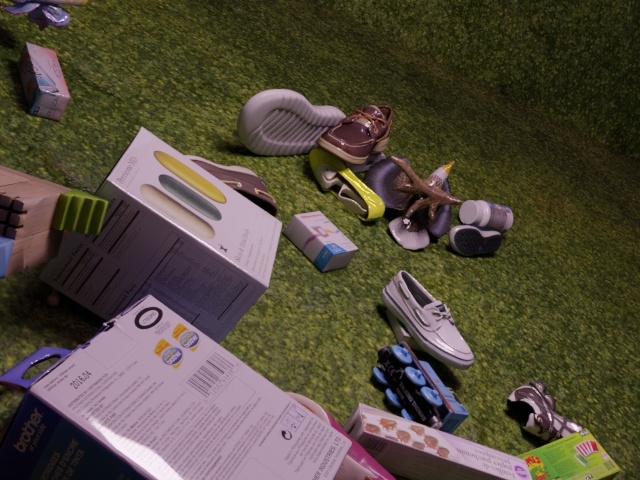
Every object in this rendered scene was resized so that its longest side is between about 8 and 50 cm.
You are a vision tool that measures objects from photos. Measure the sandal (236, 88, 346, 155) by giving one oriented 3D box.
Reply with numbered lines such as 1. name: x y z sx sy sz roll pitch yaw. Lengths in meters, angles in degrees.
1. sandal: -0.084 -0.278 2.023 0.102 0.169 0.416 47 17 20

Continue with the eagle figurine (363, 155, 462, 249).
1. eagle figurine: 0.239 -0.107 2.103 0.298 0.225 0.226 -166 -120 -83

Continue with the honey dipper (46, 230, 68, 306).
1. honey dipper: -0.381 0.041 1.298 0.030 0.030 0.160 22 30 -21

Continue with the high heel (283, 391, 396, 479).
1. high heel: 0.030 0.311 1.269 0.244 0.082 0.117 34 -5 30

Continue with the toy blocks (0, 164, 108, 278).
1. toy blocks: -0.486 -0.048 1.043 0.381 0.190 0.261 19 11 4

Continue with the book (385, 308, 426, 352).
1. book: 0.202 0.178 1.707 0.144 0.035 0.096 16 29 -25

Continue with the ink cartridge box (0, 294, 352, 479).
1. ink cartridge box: -0.189 0.235 1.045 0.395 0.151 0.270 37 26 4

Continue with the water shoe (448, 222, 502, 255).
1. water shoe: 0.363 -0.005 2.166 0.203 0.073 0.080 9 13 -46

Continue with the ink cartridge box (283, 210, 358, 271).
1. ink cartridge box: 0.000 0.000 1.757 0.122 0.052 0.088 43 29 23

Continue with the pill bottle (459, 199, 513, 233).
1. pill bottle: 0.434 -0.063 2.308 0.137 0.078 0.078 10 34 -38

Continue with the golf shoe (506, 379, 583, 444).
1. golf shoe: 0.420 0.352 1.620 0.094 0.077 0.198 -15 49 -34

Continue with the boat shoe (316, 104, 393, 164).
1. boat shoe: 0.097 -0.267 2.086 0.123 0.123 0.342 32 23 15

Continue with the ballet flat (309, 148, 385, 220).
1. ballet flat: 0.048 -0.125 2.005 0.231 0.077 0.077 42 44 13

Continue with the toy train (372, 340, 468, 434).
1. toy train: 0.164 0.252 1.490 0.105 0.080 0.184 19 26 -44

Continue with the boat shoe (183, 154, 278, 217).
1. boat shoe: -0.203 -0.078 1.603 0.097 0.116 0.324 44 23 27

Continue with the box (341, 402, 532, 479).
1. box: 0.184 0.341 1.370 0.324 0.067 0.063 22 29 -20

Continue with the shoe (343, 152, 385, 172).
1. shoe: 0.089 -0.218 2.217 0.081 0.063 0.178 40 24 24

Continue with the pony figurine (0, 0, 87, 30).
1. pony figurine: -0.603 -0.492 1.612 0.303 0.351 0.363 44 24 21

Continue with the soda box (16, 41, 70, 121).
1. soda box: -0.533 -0.306 1.686 0.063 0.058 0.183 12 33 -36

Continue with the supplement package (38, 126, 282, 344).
1. supplement package: -0.225 0.012 1.295 0.263 0.198 0.199 35 25 -14

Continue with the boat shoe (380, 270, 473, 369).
1. boat shoe: 0.204 0.145 1.644 0.226 0.075 0.083 41 30 25

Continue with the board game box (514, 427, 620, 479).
1. board game box: 0.408 0.391 1.491 0.181 0.043 0.092 -12 47 -30
